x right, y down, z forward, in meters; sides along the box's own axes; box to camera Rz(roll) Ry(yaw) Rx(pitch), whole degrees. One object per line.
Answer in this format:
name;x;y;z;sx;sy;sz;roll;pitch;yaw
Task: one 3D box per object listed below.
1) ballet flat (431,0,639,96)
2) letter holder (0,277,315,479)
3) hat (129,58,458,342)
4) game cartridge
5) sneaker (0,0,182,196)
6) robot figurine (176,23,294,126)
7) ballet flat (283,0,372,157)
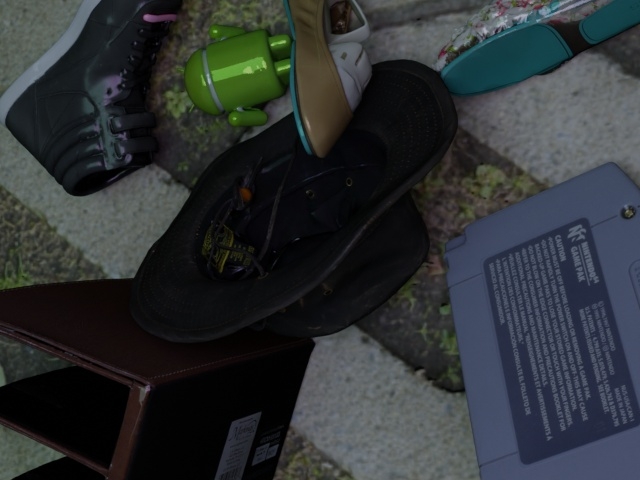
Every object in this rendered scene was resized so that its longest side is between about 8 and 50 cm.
ballet flat;0.203;-0.197;1.041;0.241;0.091;0.077;-22;53;18
letter holder;-0.177;0.137;1.082;0.214;0.302;0.152;20;100;21
hat;0.000;0.000;1.068;0.331;0.331;0.134;-29;118;21
game cartridge;0.207;0.082;0.973;0.198;0.062;0.297;-21;47;19
sneaker;-0.179;-0.159;1.185;0.296;0.104;0.147;-42;78;25
robot figurine;-0.076;-0.157;1.149;0.115;0.067;0.101;-16;81;9
ballet flat;0.009;-0.165;1.062;0.073;0.080;0.232;-16;45;9
